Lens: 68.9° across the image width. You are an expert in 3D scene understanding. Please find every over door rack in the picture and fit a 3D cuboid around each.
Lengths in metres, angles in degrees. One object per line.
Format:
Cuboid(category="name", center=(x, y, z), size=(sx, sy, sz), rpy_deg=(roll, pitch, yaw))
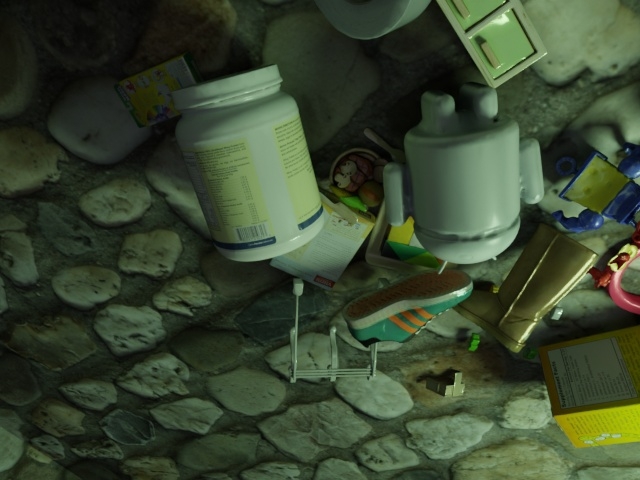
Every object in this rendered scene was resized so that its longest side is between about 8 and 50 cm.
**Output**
Cuboid(category="over door rack", center=(0.041, 0.223, 1.208), size=(0.239, 0.108, 0.324), rpy_deg=(0, 118, -8))

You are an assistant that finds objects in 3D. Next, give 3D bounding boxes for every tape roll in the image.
Cuboid(category="tape roll", center=(0.074, -0.430, 0.711), size=(0.219, 0.072, 0.219), rpy_deg=(32, 143, 28))

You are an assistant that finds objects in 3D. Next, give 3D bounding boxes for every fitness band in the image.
Cuboid(category="fitness band", center=(0.792, 0.087, 1.037), size=(0.290, 0.054, 0.209), rpy_deg=(11, 129, 4))

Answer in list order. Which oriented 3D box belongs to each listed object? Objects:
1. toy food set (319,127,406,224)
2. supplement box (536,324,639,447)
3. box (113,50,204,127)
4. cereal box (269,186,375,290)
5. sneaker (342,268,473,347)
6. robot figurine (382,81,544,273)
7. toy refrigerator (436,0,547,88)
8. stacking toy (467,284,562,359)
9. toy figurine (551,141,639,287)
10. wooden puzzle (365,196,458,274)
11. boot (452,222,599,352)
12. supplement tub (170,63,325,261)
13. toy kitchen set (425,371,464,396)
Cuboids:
Cuboid(category="toy food set", center=(0.084, -0.130, 0.982), size=(0.132, 0.038, 0.192), rpy_deg=(34, 109, -11))
Cuboid(category="supplement box", center=(0.743, 0.343, 1.110), size=(0.356, 0.194, 0.195), rpy_deg=(-22, 126, 29))
Cuboid(category="box", center=(-0.325, -0.304, 0.959), size=(0.179, 0.043, 0.105), rpy_deg=(-14, 122, 16))
Cuboid(category="cereal box", center=(0.000, 0.000, 1.114), size=(0.173, 0.047, 0.240), rpy_deg=(25, 126, -9))
Cuboid(category="sneaker", center=(0.209, 0.161, 1.082), size=(0.302, 0.108, 0.121), rpy_deg=(-20, 120, 12))
Cuboid(category="robot figurine", center=(0.268, -0.106, 0.877), size=(0.299, 0.200, 0.354), rpy_deg=(-8, 113, 6))
Cuboid(category="toy refrigerator", center=(0.253, -0.393, 0.760), size=(0.102, 0.094, 0.269), rpy_deg=(-31, 116, 27))
Cuboid(category="stacking toy", center=(0.486, 0.213, 1.184), size=(0.166, 0.052, 0.221), rpy_deg=(10, 128, 5))
Cuboid(category="toy figurine", center=(0.542, -0.112, 0.856), size=(0.217, 0.191, 0.363), rpy_deg=(44, 122, 29))
Cuboid(category="wooden puzzle", center=(0.232, -0.014, 1.065), size=(0.220, 0.044, 0.239), rpy_deg=(13, 126, 1))
Cuboid(category="boot", center=(0.433, 0.079, 1.054), size=(0.236, 0.089, 0.270), rpy_deg=(36, 106, 24))
Cuboid(category="supplement tub", center=(-0.136, -0.149, 0.900), size=(0.235, 0.235, 0.325), rpy_deg=(-8, 113, 15))
Cuboid(category="toy kitchen set", center=(0.366, 0.406, 1.357), size=(0.083, 0.075, 0.068), rpy_deg=(8, 91, -36))
